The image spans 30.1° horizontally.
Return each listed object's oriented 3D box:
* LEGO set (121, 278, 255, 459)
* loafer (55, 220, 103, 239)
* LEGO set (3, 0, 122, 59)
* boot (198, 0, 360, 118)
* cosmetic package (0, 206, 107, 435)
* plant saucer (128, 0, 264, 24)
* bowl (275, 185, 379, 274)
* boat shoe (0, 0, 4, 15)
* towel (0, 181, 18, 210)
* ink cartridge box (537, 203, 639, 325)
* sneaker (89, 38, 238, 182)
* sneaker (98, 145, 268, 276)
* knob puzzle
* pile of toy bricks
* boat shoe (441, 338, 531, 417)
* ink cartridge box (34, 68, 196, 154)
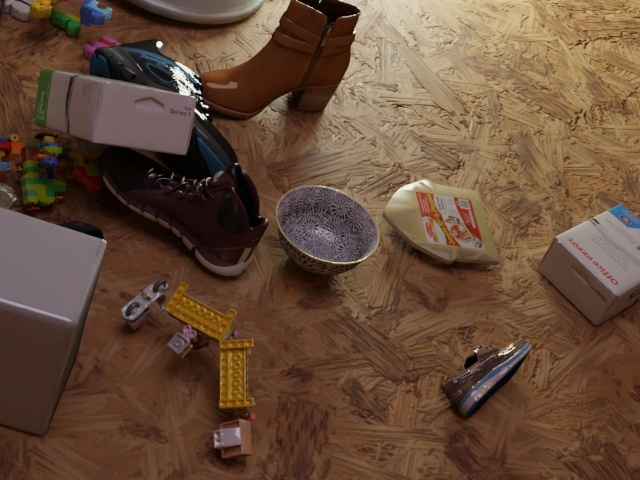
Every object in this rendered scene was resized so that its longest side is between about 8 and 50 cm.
[{"bbox_3d":[-0.145,0.171,1.649,0.132,0.107,0.287,-37,69,-6],"label":"LEGO set"},{"bbox_3d":[-0.397,0.014,1.707,0.170,0.062,0.061,-17,34,-40],"label":"loafer"},{"bbox_3d":[-0.452,-0.385,2.056,0.227,0.087,0.093,28,42,6],"label":"LEGO set"},{"bbox_3d":[-0.074,-0.321,2.059,0.283,0.220,0.109,2,47,-23],"label":"boot"},{"bbox_3d":[-0.519,0.056,1.475,0.453,0.230,0.161,19,42,-7],"label":"cosmetic package"},{"bbox_3d":[-0.276,-0.581,2.303,0.400,0.100,0.400,16,41,-15],"label":"plant saucer"},{"bbox_3d":[0.000,0.000,1.872,0.170,0.080,0.170,13,43,-12],"label":"bowl"},{"bbox_3d":[-0.681,-0.436,1.991,0.306,0.113,0.105,15,47,-32],"label":"boat shoe"},{"bbox_3d":[-0.517,-0.059,1.701,0.148,0.027,0.110,31,80,5],"label":"towel"},{"bbox_3d":[0.496,0.039,2.048,0.203,0.086,0.148,-23,59,-38],"label":"ink cartridge box"},{"bbox_3d":[-0.231,-0.224,1.957,0.140,0.125,0.341,-27,62,-35],"label":"sneaker"},{"bbox_3d":[-0.190,-0.084,1.780,0.281,0.162,0.106,37,41,-2],"label":"sneaker"},{"bbox_3d":[0.194,-0.027,2.023,0.213,0.030,0.213,13,44,-13],"label":"knob puzzle"},{"bbox_3d":[-0.426,-0.094,1.779,0.212,0.118,0.105,1,73,-45],"label":"pile of toy bricks"},{"bbox_3d":[0.252,0.192,1.800,0.066,0.066,0.183,39,44,18],"label":"boat shoe"},{"bbox_3d":[-0.309,-0.193,1.780,0.160,0.092,0.219,5,9,-35],"label":"ink cartridge box"}]
